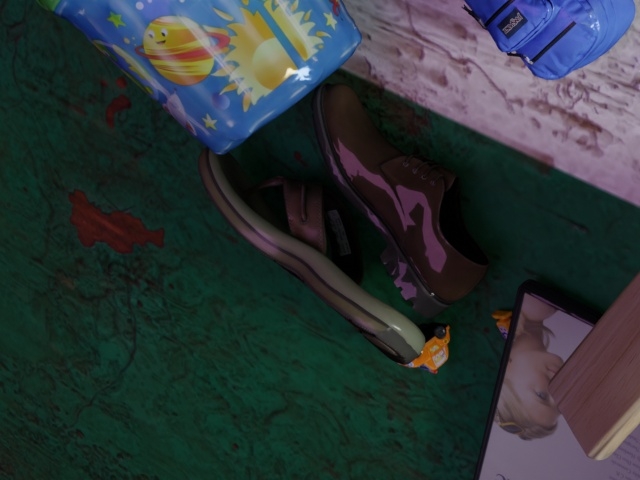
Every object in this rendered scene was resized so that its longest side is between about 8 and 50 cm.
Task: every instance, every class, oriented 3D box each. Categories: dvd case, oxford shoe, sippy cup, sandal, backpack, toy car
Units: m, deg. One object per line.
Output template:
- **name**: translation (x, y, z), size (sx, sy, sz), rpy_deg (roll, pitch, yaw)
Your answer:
- **dvd case**: translation (0.229, 0.174, 1.462), size (0.180, 0.022, 0.253), rpy_deg (27, 128, 25)
- **oxford shoe**: translation (0.075, -0.052, 1.469), size (0.096, 0.083, 0.227), rpy_deg (-36, 86, 29)
- **sippy cup**: translation (-0.093, -0.205, 1.442), size (0.240, 0.305, 0.224), rpy_deg (-38, 95, 19)
- **sandal**: translation (0.001, 0.001, 1.546), size (0.303, 0.120, 0.086), rpy_deg (40, 91, 31)
- **backpack**: translation (0.170, -0.183, 1.284), size (0.120, 0.101, 0.098), rpy_deg (52, 143, 4)
- **toy car**: translation (0.122, 0.098, 1.505), size (0.122, 0.060, 0.040), rpy_deg (-10, 115, 46)

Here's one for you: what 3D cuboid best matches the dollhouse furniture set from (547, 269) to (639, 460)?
- **dollhouse furniture set**: translation (0.374, 0.183, 1.082), size (0.394, 0.256, 0.362), rpy_deg (62, 141, 29)
